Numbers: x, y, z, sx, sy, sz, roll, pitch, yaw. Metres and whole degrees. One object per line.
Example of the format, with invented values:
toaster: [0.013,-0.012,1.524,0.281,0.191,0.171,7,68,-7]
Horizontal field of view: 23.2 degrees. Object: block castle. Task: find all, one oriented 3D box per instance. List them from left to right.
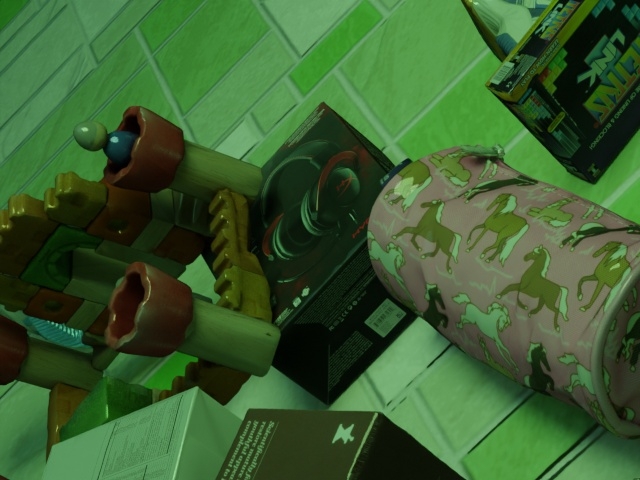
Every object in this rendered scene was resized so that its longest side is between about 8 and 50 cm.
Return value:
block castle: [-0.246,0.099,1.617,0.453,0.213,0.303,-48,35,37]

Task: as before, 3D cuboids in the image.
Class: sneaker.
sneaker: [-0.344,0.087,2.009,0.229,0.092,0.087,26,74,38]
sneaker: [0.231,-0.245,1.638,0.131,0.112,0.296,-36,41,6]

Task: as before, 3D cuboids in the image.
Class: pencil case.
pencil case: [0.190,0.031,1.329,0.160,0.167,0.386,-23,26,-19]

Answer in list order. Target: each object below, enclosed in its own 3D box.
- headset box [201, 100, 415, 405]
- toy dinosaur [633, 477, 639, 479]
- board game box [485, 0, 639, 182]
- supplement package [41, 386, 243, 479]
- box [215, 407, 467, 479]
headset box: [0.000,0.000,1.639,0.218,0.110,0.293,-47,31,7]
toy dinosaur: [0.325,0.143,1.146,0.211,0.064,0.112,-31,56,40]
board game box: [0.257,-0.163,1.463,0.170,0.141,0.048,-52,30,-3]
supplement package: [-0.133,0.268,1.438,0.203,0.194,0.149,-24,39,34]
box: [0.026,0.254,1.246,0.167,0.203,0.168,-5,52,50]
